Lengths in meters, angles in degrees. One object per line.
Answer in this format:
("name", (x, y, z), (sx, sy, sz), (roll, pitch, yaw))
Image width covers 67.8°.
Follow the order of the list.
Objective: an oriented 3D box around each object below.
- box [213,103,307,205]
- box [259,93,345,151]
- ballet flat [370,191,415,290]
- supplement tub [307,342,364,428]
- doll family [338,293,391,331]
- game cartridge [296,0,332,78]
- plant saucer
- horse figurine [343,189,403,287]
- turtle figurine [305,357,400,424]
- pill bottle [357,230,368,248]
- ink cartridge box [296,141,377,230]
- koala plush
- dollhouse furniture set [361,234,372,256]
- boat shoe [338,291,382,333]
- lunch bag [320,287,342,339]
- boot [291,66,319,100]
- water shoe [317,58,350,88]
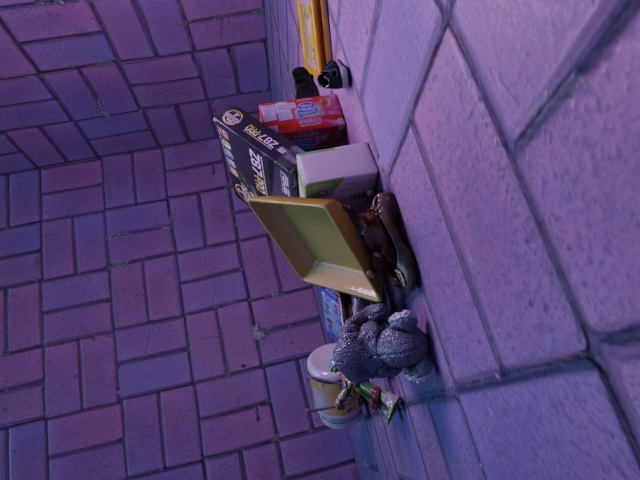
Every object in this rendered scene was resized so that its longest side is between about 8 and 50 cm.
("box", (-0.169, -0.200, 1.520), (0.318, 0.097, 0.395), (36, 156, 19))
("box", (-0.060, -0.368, 1.530), (0.123, 0.256, 0.128), (98, 160, -65))
("ballet flat", (0.171, 0.001, 1.128), (0.084, 0.058, 0.250), (101, 156, -73))
("supplement tub", (0.075, 0.672, 2.200), (0.241, 0.241, 0.331), (-117, 17, -65))
("doll family", (0.160, 0.234, 1.468), (0.263, 0.118, 0.163), (-25, 69, 62))
("game cartridge", (-0.027, -0.691, 1.576), (0.324, 0.052, 0.285), (-116, 16, -59))
("plant saucer", (0.000, 0.000, 1.273), (0.332, 0.081, 0.333), (10, 140, 48))
("horse figurine", (0.138, -0.003, 1.194), (0.174, 0.066, 0.263), (-8, -105, -66))
("turtle figurine", (0.105, 0.514, 1.546), (0.274, 0.266, 0.198), (-24, -45, -59))
("pill bottle", (0.110, 0.039, 1.509), (0.094, 0.094, 0.169), (-161, 60, -81))
("ink cartridge box", (0.042, -0.131, 1.350), (0.273, 0.198, 0.115), (91, 165, -58))
("koala plush", (0.166, 0.259, 1.150), (0.221, 0.203, 0.196), (-15, 89, 45))
("dollhouse furniture set", (0.133, 0.007, 1.398), (0.114, 0.091, 0.081), (83, -173, -54))
("boat shoe", (0.090, 0.168, 1.363), (0.118, 0.103, 0.320), (-43, 52, 54))
("lunch bag", (0.134, 0.309, 1.749), (0.293, 0.138, 0.221), (43, 147, 49))
("boot", (-0.051, -0.545, 1.932), (0.229, 0.091, 0.263), (81, 178, -62))
("water shoe", (0.025, -0.484, 1.385), (0.203, 0.080, 0.073), (-118, 18, -65))
